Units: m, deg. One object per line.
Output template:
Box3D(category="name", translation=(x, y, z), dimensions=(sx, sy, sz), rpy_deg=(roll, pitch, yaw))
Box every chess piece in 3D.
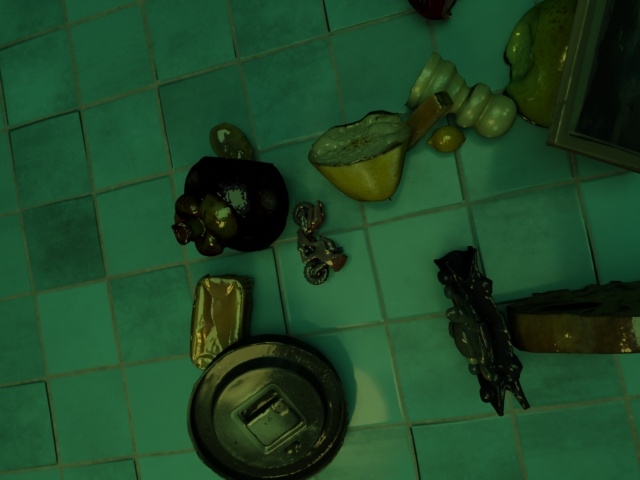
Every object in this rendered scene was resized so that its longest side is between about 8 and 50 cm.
Box3D(category="chess piece", translation=(0.334, -0.323, 1.045), dimensions=(0.243, 0.133, 0.133), rpy_deg=(28, 94, 3))

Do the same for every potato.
Box3D(category="potato", translation=(-0.229, -0.243, 1.172), dimensions=(0.091, 0.070, 0.138), rpy_deg=(-38, 81, 10))

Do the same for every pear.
Box3D(category="pear", translation=(0.505, -0.391, 0.944), dimensions=(0.159, 0.292, 0.293), rpy_deg=(-1, 89, 2))
Box3D(category="pear", translation=(0.101, -0.170, 1.052), dimensions=(0.266, 0.267, 0.178), rpy_deg=(-10, 123, 11))

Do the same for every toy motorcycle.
Box3D(category="toy motorcycle", translation=(0.000, 0.000, 1.118), dimensions=(0.118, 0.084, 0.213), rpy_deg=(-15, 81, 19))

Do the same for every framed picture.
Box3D(category="framed picture", translation=(0.577, -0.363, 0.826), dimensions=(0.325, 0.028, 0.447), rpy_deg=(6, 97, -26))

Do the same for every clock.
Box3D(category="clock", translation=(-0.123, 0.411, 1.082), dimensions=(0.385, 0.076, 0.387), rpy_deg=(0, 102, -2))

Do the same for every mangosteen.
Box3D(category="mangosteen", translation=(-0.215, -0.082, 1.054), dimensions=(0.287, 0.287, 0.233), rpy_deg=(14, 103, 11))

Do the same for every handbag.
Box3D(category="handbag", translation=(0.331, 0.180, 0.952), dimensions=(0.118, 0.269, 0.326), rpy_deg=(-20, 85, 12))

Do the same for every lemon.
Box3D(category="lemon", translation=(0.299, -0.241, 1.071), dimensions=(0.092, 0.065, 0.065), rpy_deg=(-5, 88, 9))

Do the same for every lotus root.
Box3D(category="lotus root", translation=(0.566, 0.144, 0.866), dimensions=(0.390, 0.375, 0.111), rpy_deg=(-13, 82, 22))

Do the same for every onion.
Box3D(category="onion", translation=(0.261, -0.620, 1.021), dimensions=(0.135, 0.198, 0.173), rpy_deg=(25, 76, 17))

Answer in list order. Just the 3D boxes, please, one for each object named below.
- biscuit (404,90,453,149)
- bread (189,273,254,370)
Box3D(category="biscuit", translation=(0.232, -0.267, 1.029), dimensions=(0.056, 0.188, 0.052), rpy_deg=(-21, 78, -27))
Box3D(category="bread", translation=(-0.251, 0.207, 1.150), dimensions=(0.136, 0.107, 0.241), rpy_deg=(4, 90, 8))
